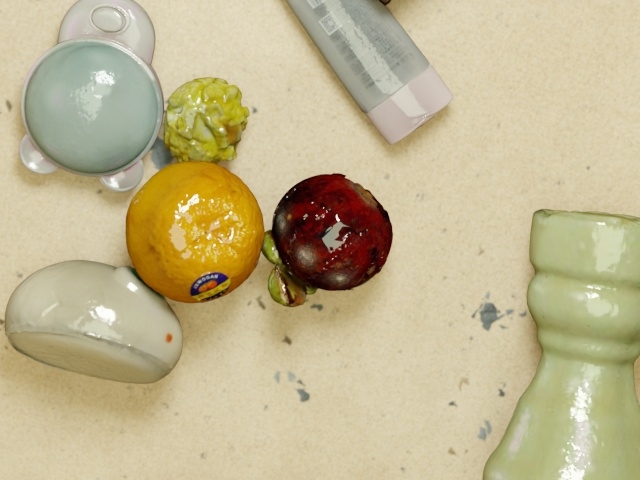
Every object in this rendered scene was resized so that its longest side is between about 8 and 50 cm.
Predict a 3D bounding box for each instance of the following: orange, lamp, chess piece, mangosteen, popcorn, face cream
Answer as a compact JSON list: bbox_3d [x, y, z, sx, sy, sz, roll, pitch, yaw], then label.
[{"bbox_3d":[-0.157,-0.010,1.889,0.178,0.155,0.177,-3,103,-14],"label":"orange"},{"bbox_3d":[-0.282,-0.191,1.912,0.179,0.108,0.246,12,98,-7],"label":"lamp"},{"bbox_3d":[0.346,0.183,1.968,0.234,0.234,0.442,7,94,-5],"label":"chess piece"},{"bbox_3d":[0.000,0.000,1.935,0.180,0.166,0.166,-36,100,14],"label":"mangosteen"},{"bbox_3d":[-0.146,-0.149,1.929,0.121,0.106,0.116,-35,90,3],"label":"popcorn"},{"bbox_3d":[0.051,-0.255,1.939,0.107,0.073,0.269,-37,99,6],"label":"face cream"}]

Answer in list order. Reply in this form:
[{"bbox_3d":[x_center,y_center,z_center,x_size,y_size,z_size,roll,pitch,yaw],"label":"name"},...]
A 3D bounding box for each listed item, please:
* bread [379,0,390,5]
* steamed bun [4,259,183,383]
[{"bbox_3d":[0.176,-0.486,1.843,0.416,0.113,0.165,-43,100,10],"label":"bread"},{"bbox_3d":[-0.283,0.098,1.935,0.228,0.177,0.130,12,68,5],"label":"steamed bun"}]
